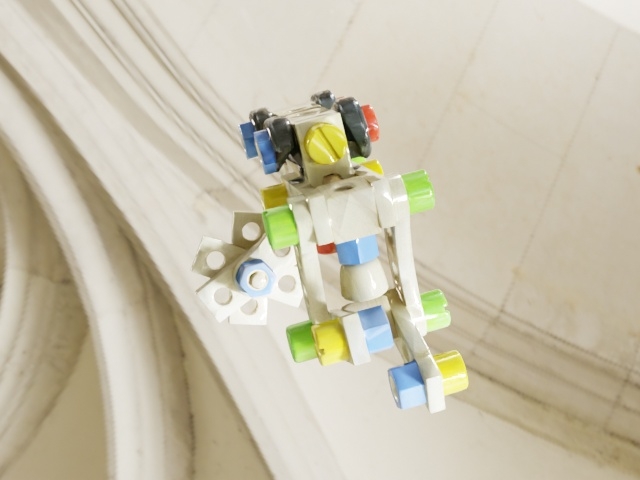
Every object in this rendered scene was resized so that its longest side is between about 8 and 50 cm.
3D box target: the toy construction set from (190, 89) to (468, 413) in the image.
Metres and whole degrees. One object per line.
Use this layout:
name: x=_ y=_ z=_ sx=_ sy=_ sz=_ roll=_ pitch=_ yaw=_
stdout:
toy construction set: x=0.000 y=0.000 z=0.932 sx=0.151 sy=0.215 sz=0.327 roll=-19 pitch=-167 yaw=-21
